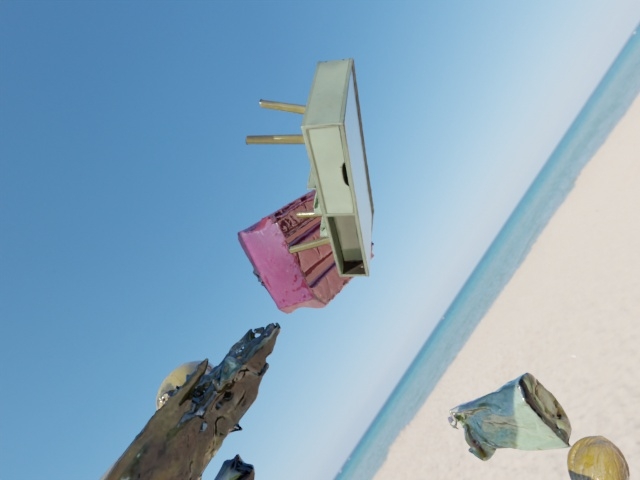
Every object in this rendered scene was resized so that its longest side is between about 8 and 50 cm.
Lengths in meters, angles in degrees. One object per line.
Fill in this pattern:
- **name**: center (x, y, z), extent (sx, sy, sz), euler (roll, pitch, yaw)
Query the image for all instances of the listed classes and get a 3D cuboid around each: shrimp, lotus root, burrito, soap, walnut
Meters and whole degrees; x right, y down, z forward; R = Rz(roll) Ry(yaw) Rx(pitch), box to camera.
- **shrimp**: center (-0.146, 0.286, 0.419), extent (0.444, 0.085, 0.272), euler (-61, -32, -11)
- **lotus root**: center (-0.282, 0.325, 0.875), extent (0.118, 0.125, 0.221), euler (-24, -4, 10)
- **burrito**: center (0.357, 0.348, 0.815), extent (0.089, 0.144, 0.229), euler (-33, -9, -42)
- **soap**: center (0.000, 0.000, 0.704), extent (0.099, 0.162, 0.250), euler (-25, 7, 39)
- **walnut**: center (0.535, 0.441, 0.801), extent (0.105, 0.105, 0.124), euler (26, -106, -71)

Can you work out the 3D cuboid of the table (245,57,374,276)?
- **table**: center (-0.002, -0.072, 0.507), extent (0.240, 0.111, 0.121), euler (74, -161, -48)
